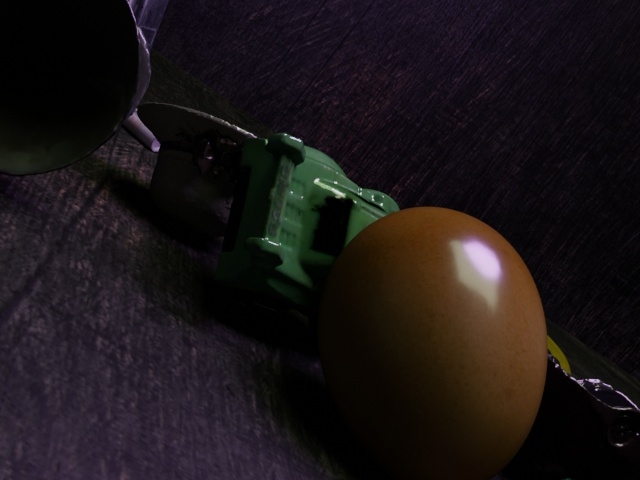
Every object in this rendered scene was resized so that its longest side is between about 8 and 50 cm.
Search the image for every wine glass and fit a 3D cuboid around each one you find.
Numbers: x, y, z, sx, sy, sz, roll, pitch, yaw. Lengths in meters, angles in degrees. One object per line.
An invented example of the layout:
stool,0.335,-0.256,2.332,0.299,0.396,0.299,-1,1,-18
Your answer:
wine glass,-0.334,-0.227,1.300,0.267,0.267,0.406,35,5,-8

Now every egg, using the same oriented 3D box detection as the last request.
egg,0.122,0.116,1.153,0.250,0.250,0.322,28,48,-40

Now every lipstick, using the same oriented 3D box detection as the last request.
lipstick,-0.329,-0.211,1.861,0.141,0.040,0.040,40,10,24

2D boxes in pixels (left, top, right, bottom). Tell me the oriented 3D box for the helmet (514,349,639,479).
helmet,0.356,0.275,1.507,0.305,0.177,0.225,28,7,-26

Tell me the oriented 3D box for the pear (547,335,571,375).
pear,0.317,0.229,1.725,0.180,0.166,0.216,31,-26,24

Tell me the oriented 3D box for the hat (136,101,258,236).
hat,-0.160,-0.076,1.468,0.257,0.130,0.257,20,-12,4

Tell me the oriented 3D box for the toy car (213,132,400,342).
toy car,0.000,0.000,1.323,0.176,0.213,0.359,-3,-21,42

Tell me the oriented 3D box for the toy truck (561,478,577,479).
toy truck,0.335,0.367,1.318,0.079,0.065,0.147,19,21,-51

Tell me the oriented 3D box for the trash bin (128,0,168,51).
trash bin,-0.447,-0.360,1.618,0.368,0.295,0.256,21,10,-2
